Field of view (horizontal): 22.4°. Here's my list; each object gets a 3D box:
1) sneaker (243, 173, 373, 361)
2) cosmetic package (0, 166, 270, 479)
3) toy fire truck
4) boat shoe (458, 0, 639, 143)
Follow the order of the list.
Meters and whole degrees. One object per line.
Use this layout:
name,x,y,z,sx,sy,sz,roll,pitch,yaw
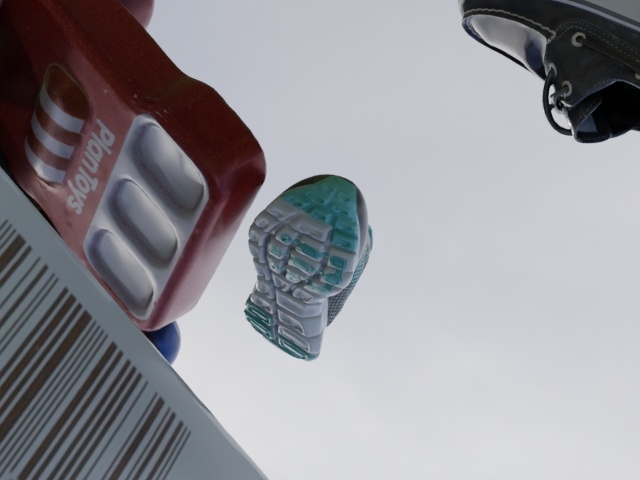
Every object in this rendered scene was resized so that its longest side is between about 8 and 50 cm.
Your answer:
sneaker,0.000,0.000,0.906,0.076,0.065,0.166,-54,174,-29
cosmetic package,-0.284,0.188,0.758,0.394,0.329,0.327,-28,-160,35
toy fire truck,-0.163,-0.042,0.977,0.169,0.254,0.302,-30,162,-36
boat shoe,0.161,-0.084,0.875,0.228,0.080,0.076,26,-105,26
